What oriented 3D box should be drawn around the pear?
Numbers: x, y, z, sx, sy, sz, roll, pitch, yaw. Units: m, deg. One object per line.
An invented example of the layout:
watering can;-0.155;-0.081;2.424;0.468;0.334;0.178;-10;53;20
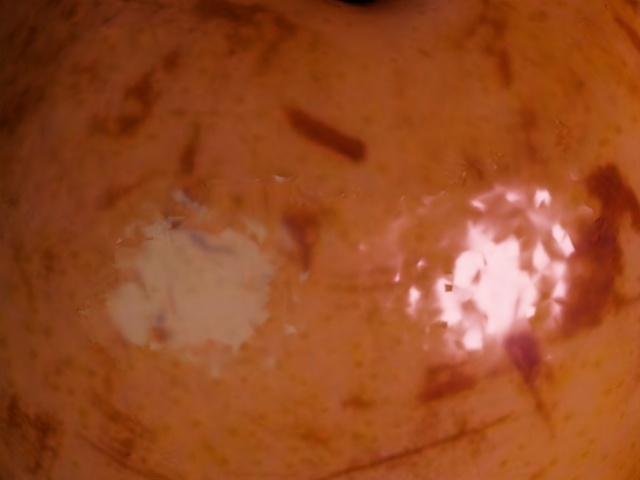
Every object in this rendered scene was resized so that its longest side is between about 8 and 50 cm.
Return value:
pear;0.000;0.000;0.587;0.284;0.283;0.283;5;103;22
